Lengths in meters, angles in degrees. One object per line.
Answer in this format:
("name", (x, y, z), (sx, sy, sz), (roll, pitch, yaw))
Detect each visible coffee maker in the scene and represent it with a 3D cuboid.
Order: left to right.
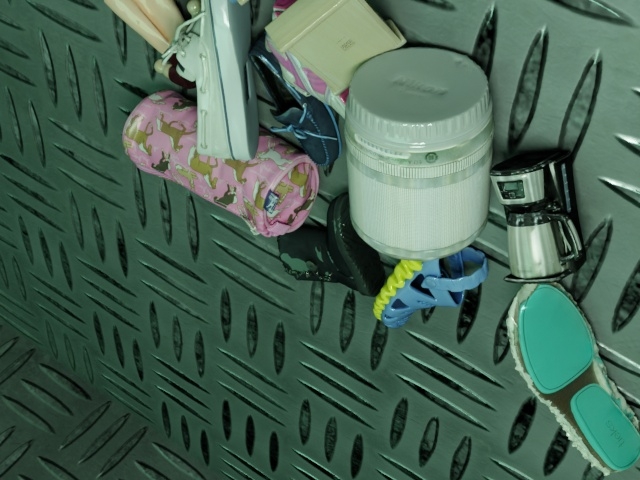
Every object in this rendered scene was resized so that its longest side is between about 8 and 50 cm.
("coffee maker", (0.326, -0.041, 1.445), (0.120, 0.171, 0.178), (-7, 102, 19))

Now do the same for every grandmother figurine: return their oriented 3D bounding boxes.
("grandmother figurine", (-0.253, -0.349, 1.747), (0.342, 0.104, 0.208), (48, 154, -1))

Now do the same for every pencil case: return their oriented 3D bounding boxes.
("pencil case", (-0.192, -0.150, 1.825), (0.386, 0.167, 0.160), (28, 137, 26))

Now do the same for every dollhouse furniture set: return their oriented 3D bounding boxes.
("dollhouse furniture set", (0.002, -0.422, 1.416), (0.303, 0.286, 0.198), (59, -166, 21))

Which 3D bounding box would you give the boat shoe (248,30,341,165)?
("boat shoe", (-0.056, -0.232, 1.670), (0.109, 0.089, 0.258), (-7, 120, 49))

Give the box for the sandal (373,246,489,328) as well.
("sandal", (0.194, 0.078, 1.717), (0.138, 0.126, 0.317), (36, 146, 5))

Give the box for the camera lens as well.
("camera lens", (0.148, -0.122, 1.460), (0.219, 0.219, 0.274), (24, 141, 28))

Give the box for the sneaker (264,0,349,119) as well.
("sneaker", (0.006, -0.277, 1.564), (0.252, 0.103, 0.111), (51, 150, 1))

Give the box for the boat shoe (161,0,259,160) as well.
("boat shoe", (-0.198, -0.307, 1.623), (0.157, 0.135, 0.367), (2, 123, 10))

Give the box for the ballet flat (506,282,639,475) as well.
("ballet flat", (0.411, 0.230, 1.651), (0.147, 0.147, 0.408), (-7, 120, 49))

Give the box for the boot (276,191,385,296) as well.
("boot", (0.000, 0.000, 1.850), (0.207, 0.094, 0.246), (12, 140, 33))
